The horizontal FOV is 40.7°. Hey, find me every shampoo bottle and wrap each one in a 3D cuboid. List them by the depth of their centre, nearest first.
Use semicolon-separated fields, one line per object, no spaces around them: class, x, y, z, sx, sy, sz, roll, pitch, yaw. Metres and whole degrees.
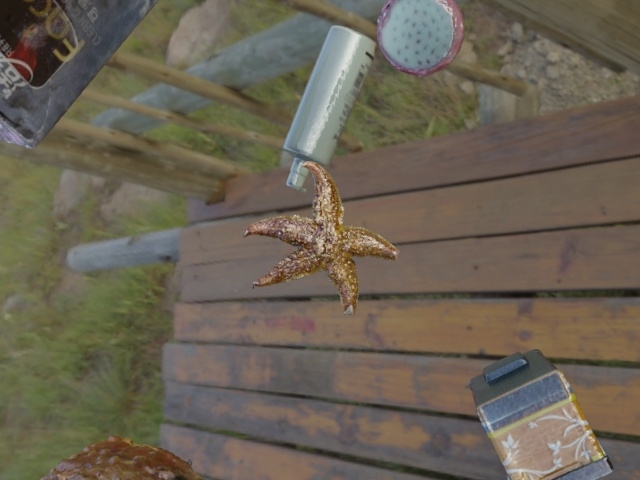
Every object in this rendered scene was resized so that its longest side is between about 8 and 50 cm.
shampoo bottle;0.005;-0.205;1.373;0.085;0.085;0.262;23;92;50

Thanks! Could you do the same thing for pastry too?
pastry;-0.339;0.524;1.534;0.405;0.337;0.293;-47;-37;-81

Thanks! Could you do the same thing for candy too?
candy;0.116;-0.242;0.998;0.103;0.043;0.103;7;110;21

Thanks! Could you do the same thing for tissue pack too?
tissue pack;-0.410;-0.346;1.255;0.122;0.259;0.361;14;61;36

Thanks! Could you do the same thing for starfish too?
starfish;0.000;0.000;1.290;0.043;0.227;0.241;164;96;-85

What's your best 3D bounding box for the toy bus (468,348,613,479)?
toy bus;0.296;0.253;1.209;0.138;0.275;0.167;-27;85;7
